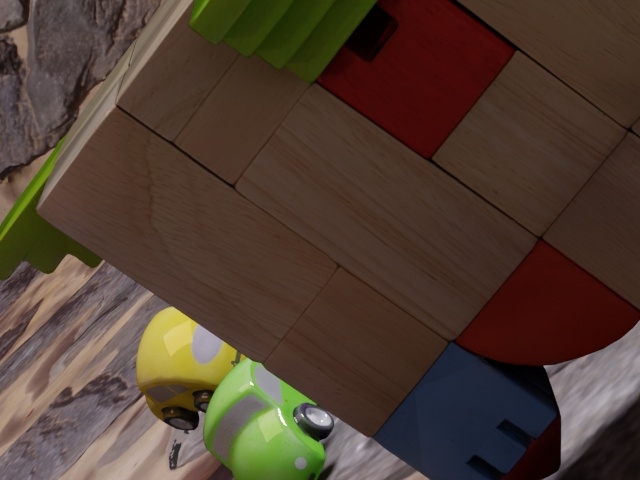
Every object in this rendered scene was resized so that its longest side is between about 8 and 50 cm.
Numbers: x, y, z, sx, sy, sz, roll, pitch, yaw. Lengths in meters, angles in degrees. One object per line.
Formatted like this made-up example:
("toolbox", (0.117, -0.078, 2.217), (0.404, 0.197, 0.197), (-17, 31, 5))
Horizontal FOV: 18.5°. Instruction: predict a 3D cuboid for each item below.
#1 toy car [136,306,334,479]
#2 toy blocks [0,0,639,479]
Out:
("toy car", (-0.038, 0.056, 1.060), (0.239, 0.053, 0.225), (-55, 24, 26))
("toy blocks", (0.092, -0.060, 0.694), (0.381, 0.261, 0.191), (-51, 12, 15))
